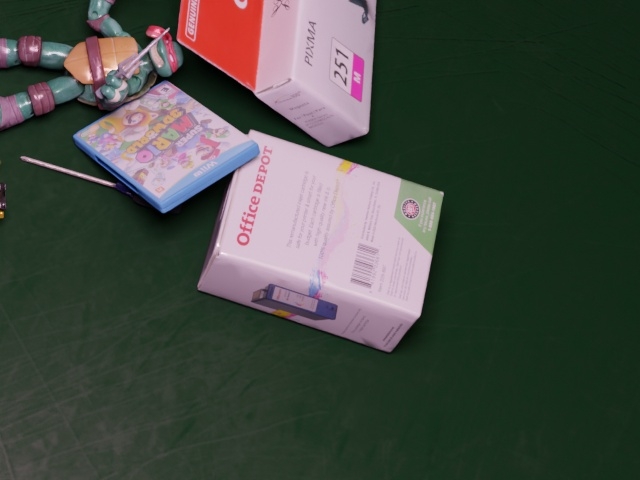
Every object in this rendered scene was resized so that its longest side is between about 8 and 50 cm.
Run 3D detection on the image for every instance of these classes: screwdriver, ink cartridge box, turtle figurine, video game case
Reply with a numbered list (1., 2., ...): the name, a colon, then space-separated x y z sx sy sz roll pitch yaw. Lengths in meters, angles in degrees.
1. screwdriver: -0.218 -0.062 1.887 0.170 0.024 0.025 21 89 -4
2. ink cartridge box: -0.036 -0.270 1.962 0.239 0.060 0.275 33 50 -42
3. ink cartridge box: 0.000 0.000 1.882 0.212 0.093 0.154 18 58 -10
4. turtle figurine: -0.225 -0.183 1.892 0.234 0.118 0.175 -13 49 -5
5. video game case: -0.155 -0.096 1.869 0.119 0.015 0.166 -33 44 -21

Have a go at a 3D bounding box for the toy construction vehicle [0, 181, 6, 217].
1. toy construction vehicle: -0.348 -0.041 1.825 0.086 0.035 0.098 -4 49 -10
